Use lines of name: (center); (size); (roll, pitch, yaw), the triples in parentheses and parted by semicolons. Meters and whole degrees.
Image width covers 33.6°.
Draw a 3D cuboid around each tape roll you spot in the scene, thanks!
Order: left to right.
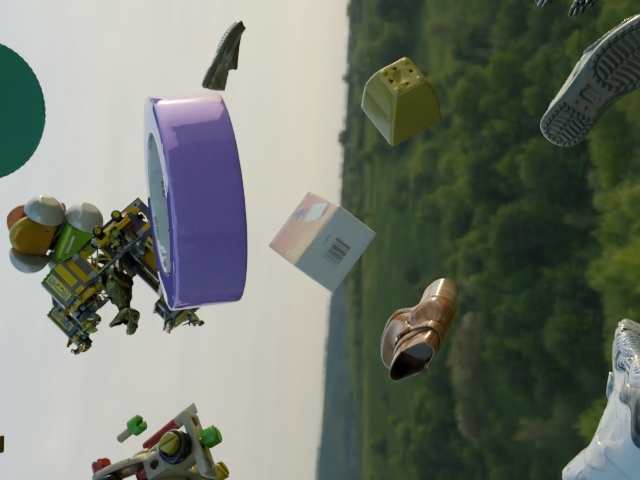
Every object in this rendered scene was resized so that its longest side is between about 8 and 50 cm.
tape roll: (-0.164, -0.051, 1.357); (0.275, 0.090, 0.274); (173, 90, -75)

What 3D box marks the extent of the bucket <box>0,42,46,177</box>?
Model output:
bucket: (-0.626, -0.223, 1.827); (0.281, 0.183, 0.281); (-5, -84, -45)

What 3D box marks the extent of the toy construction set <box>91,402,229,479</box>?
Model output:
toy construction set: (-0.247, 0.391, 1.903); (0.257, 0.237, 0.309); (43, -164, -26)

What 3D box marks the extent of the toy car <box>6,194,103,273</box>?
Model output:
toy car: (-0.518, -0.022, 2.049); (0.159, 0.182, 0.136); (-63, 38, 23)

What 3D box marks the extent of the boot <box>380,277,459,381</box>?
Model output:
boot: (0.125, 0.155, 1.520); (0.197, 0.073, 0.152); (-61, 1, 39)

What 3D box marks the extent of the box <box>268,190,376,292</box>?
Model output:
box: (0.000, 0.000, 1.864); (0.130, 0.091, 0.170); (-54, 22, -2)

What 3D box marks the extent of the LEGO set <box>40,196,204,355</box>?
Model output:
LEGO set: (-0.282, 0.091, 1.631); (0.255, 0.192, 0.331); (-44, -4, -27)

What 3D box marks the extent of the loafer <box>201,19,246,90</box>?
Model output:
loafer: (-0.177, -0.351, 2.027); (0.148, 0.050, 0.056); (-61, 17, 9)

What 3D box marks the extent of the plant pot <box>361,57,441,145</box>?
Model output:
plant pot: (0.107, -0.192, 1.400); (0.081, 0.081, 0.083); (55, 167, 26)

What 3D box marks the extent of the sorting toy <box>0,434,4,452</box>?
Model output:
sorting toy: (-0.658, 0.397, 1.829); (0.041, 0.307, 0.229); (3, -93, -61)

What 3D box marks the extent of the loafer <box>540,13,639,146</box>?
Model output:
loafer: (0.447, -0.265, 1.668); (0.268, 0.102, 0.092); (-46, 14, 34)

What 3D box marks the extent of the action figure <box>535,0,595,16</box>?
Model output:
action figure: (0.207, -0.377, 1.193); (0.141, 0.164, 0.275); (-47, 63, 42)

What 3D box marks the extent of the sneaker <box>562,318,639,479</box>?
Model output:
sneaker: (0.448, 0.265, 1.546); (0.210, 0.137, 0.366); (-59, 4, 22)
